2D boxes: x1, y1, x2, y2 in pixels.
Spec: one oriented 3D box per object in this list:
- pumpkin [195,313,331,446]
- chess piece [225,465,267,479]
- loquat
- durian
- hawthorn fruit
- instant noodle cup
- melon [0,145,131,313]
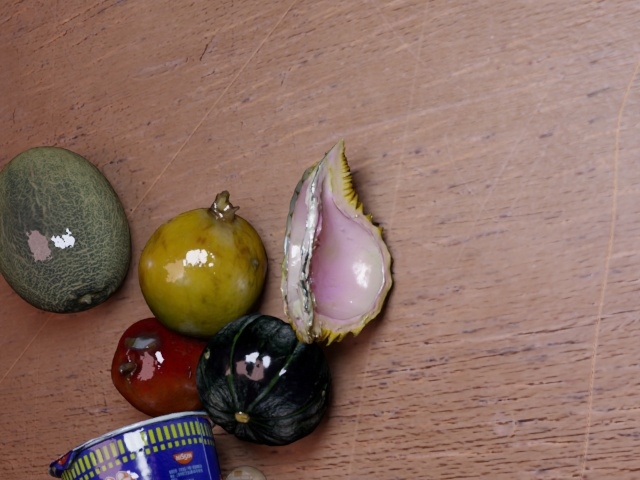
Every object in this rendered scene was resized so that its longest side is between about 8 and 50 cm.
[{"bbox_3d":[-0.088,0.220,1.674,0.220,0.162,0.220,18,137,17],"label":"pumpkin"},{"bbox_3d":[-0.124,0.418,1.794,0.083,0.038,0.084,-2,87,39],"label":"chess piece"},{"bbox_3d":[-0.183,0.034,1.736,0.213,0.213,0.246,35,121,32],"label":"loquat"},{"bbox_3d":[-0.005,0.012,1.657,0.195,0.185,0.305,-13,76,55],"label":"durian"},{"bbox_3d":[-0.267,0.214,1.807,0.185,0.202,0.185,-5,81,30],"label":"hawthorn fruit"},{"bbox_3d":[-0.250,0.464,1.690,0.284,0.284,0.312,-34,66,31],"label":"instant noodle cup"},{"bbox_3d":[-0.474,-0.020,1.945,0.248,0.248,0.329,-43,58,28],"label":"melon"}]
